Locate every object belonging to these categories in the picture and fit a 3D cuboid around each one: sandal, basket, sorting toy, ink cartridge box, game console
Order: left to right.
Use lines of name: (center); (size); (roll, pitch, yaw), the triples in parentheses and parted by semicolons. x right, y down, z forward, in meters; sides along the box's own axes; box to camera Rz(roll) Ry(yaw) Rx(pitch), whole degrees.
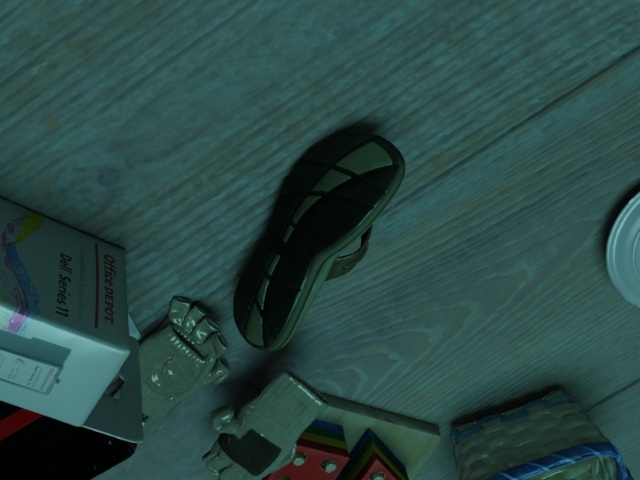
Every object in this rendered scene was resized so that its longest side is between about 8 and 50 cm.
game console: (-0.482, 0.258, 1.298); (0.386, 0.060, 0.342); (-30, 130, 12)
ink cartridge box: (-0.322, 0.064, 1.086); (0.353, 0.207, 0.119); (25, 113, -25)
sandal: (-0.001, 0.000, 1.178); (0.086, 0.120, 0.303); (2, 132, -46)
sorting toy: (0.007, 0.347, 1.423); (0.255, 0.089, 0.257); (19, 119, -22)
basket: (0.310, 0.361, 1.364); (0.254, 0.289, 0.201); (-18, 126, 4)

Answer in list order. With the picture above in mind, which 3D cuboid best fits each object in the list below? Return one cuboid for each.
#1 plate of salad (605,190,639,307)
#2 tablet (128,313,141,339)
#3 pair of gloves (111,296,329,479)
plate of salad: (0.452, 0.000, 1.285); (0.199, 0.048, 0.200); (-3, 115, -7)
tablet: (-0.259, 0.099, 1.248); (0.054, 0.006, 0.083); (-19, 126, 3)
pair of gloves: (-0.128, 0.200, 1.283); (0.240, 0.042, 0.204); (32, 119, -1)
